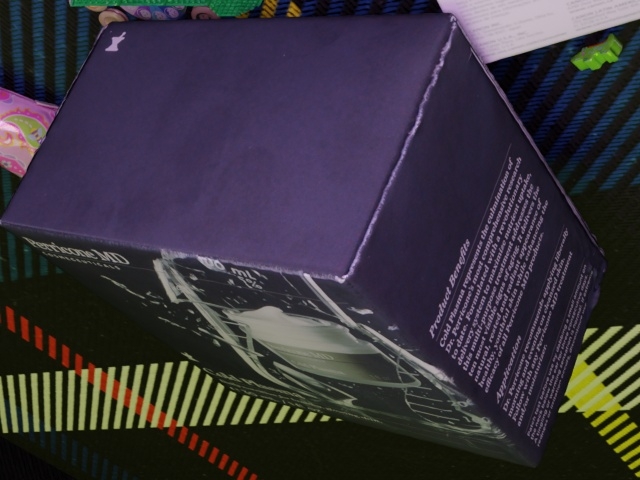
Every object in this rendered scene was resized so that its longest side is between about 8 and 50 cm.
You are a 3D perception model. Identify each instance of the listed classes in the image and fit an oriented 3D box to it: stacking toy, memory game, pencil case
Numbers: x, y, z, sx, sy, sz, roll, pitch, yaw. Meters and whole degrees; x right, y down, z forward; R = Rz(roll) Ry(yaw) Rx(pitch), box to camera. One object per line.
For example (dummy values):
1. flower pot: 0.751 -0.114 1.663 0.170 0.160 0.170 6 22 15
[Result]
1. stacking toy: 0.409 -0.191 1.175 0.167 0.052 0.221 36 146 -29
2. memory game: -0.207 -0.290 1.300 0.186 0.012 0.186 11 150 6
3. pencil case: -0.468 -0.173 1.512 0.284 0.124 0.124 23 149 -17

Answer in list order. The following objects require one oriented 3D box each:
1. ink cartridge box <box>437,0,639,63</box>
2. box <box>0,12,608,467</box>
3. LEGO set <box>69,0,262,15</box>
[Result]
1. ink cartridge box: 0.211 -0.325 0.901 0.308 0.091 0.385 -13 146 20
2. box: 0.000 0.000 1.243 0.480 0.297 0.472 7 154 37
3. LEGO set: -0.137 -0.371 1.030 0.255 0.192 0.331 -10 159 -18
